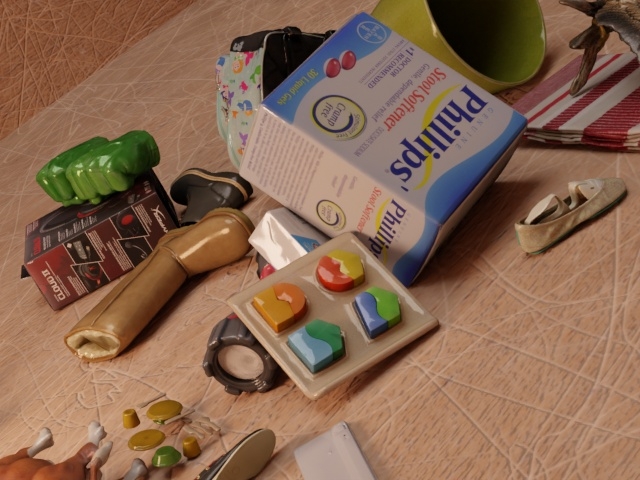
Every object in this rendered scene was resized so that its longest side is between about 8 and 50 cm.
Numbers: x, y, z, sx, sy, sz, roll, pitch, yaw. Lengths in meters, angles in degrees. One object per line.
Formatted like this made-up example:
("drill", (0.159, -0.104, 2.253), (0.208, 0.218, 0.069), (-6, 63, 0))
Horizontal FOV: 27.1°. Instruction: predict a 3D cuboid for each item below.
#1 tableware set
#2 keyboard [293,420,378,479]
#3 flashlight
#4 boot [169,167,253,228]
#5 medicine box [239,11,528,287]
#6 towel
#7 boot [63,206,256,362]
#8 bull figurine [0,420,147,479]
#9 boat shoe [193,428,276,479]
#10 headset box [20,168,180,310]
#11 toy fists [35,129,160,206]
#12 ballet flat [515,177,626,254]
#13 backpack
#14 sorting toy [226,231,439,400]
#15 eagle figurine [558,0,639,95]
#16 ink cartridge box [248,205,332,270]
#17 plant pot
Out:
("tableware set", (-0.201, 0.243, 1.676), (0.104, 0.024, 0.154), (-24, 26, -31))
("keyboard", (0.026, 0.264, 1.405), (0.072, 0.014, 0.256), (-34, 22, 0))
("flashlight", (-0.075, 0.080, 1.793), (0.103, 0.103, 0.304), (-43, 16, 33))
("boot", (-0.230, -0.061, 2.351), (0.198, 0.077, 0.137), (-5, 37, 48))
("medicine box", (0.087, -0.128, 1.803), (0.263, 0.289, 0.149), (-48, -13, -38))
("towel", (0.428, -0.206, 1.923), (0.237, 0.037, 0.329), (-37, 25, -24))
("boot", (-0.242, 0.074, 2.057), (0.236, 0.089, 0.269), (-21, 20, 46))
("bull figurine", (-0.368, 0.311, 1.651), (0.310, 0.101, 0.188), (-4, 26, 37))
("boat shoe", (-0.104, 0.261, 1.514), (0.042, 0.049, 0.133), (13, 50, 48))
("headset box", (-0.406, -0.006, 2.382), (0.293, 0.110, 0.218), (-29, 22, 0))
("toy fists", (-0.406, -0.122, 2.366), (0.142, 0.096, 0.279), (-31, 18, -34))
("ballet flat", (0.317, -0.044, 1.673), (0.168, 0.052, 0.057), (-35, 22, -15))
("backpack", (-0.060, -0.216, 2.228), (0.225, 0.253, 0.191), (-3, -2, -44))
("sorting toy", (0.012, 0.084, 1.644), (0.193, 0.038, 0.208), (-30, 50, -20))
("eagle figurine", (0.482, -0.317, 1.828), (0.225, 0.226, 0.298), (-12, 11, -24))
("ink cartridge box", (0.000, 0.000, 1.833), (0.180, 0.104, 0.060), (-15, -35, -53))
("plant pot", (0.181, -0.330, 2.238), (0.293, 0.275, 0.275), (-28, 15, 48))
